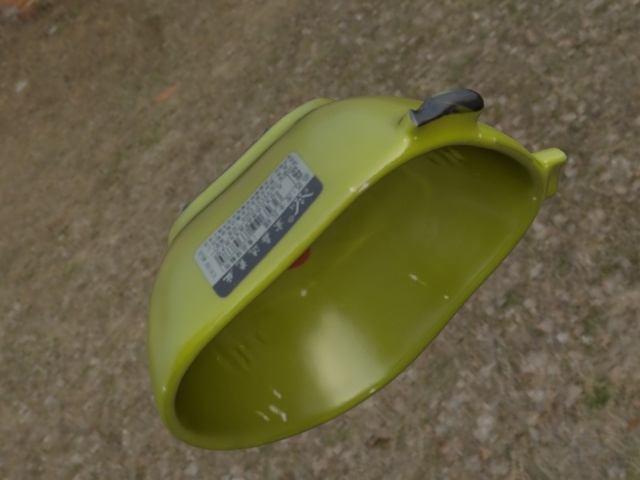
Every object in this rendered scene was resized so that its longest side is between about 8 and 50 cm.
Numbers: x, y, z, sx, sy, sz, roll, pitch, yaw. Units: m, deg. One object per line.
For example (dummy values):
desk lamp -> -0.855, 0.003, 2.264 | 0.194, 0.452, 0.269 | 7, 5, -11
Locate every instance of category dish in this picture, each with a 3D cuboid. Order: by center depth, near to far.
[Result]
dish -> 0.000, 0.000, 0.605 | 0.262, 0.221, 0.108 | -48, 61, 18
